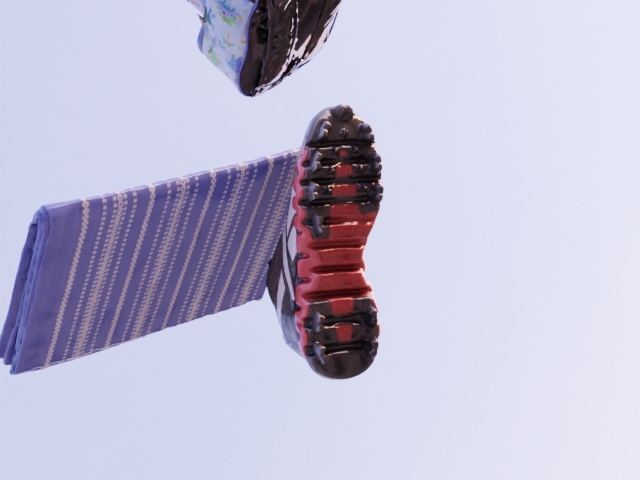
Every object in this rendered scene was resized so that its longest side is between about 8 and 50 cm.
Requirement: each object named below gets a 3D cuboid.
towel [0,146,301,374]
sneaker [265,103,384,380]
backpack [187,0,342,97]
[{"bbox_3d":[-0.170,0.015,1.439,0.336,0.040,0.243,-16,-36,-37],"label":"towel"},{"bbox_3d":[0.000,0.000,1.409,0.098,0.135,0.276,-1,-87,-26],"label":"sneaker"},{"bbox_3d":[-0.034,-0.157,0.869,0.105,0.084,0.114,-34,-23,-31],"label":"backpack"}]
